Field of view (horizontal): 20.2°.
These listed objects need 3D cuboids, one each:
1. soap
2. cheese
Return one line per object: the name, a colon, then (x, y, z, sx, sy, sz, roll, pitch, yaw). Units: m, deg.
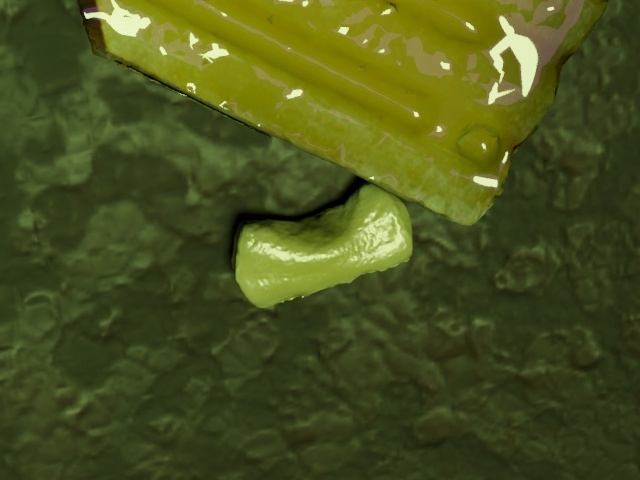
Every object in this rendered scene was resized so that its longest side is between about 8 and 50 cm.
soap: (-0.013, -0.130, 0.735, 0.258, 0.080, 0.160, 25, 100, -20)
cheese: (0.000, 0.000, 0.811, 0.083, 0.030, 0.044, -19, 119, 0)
